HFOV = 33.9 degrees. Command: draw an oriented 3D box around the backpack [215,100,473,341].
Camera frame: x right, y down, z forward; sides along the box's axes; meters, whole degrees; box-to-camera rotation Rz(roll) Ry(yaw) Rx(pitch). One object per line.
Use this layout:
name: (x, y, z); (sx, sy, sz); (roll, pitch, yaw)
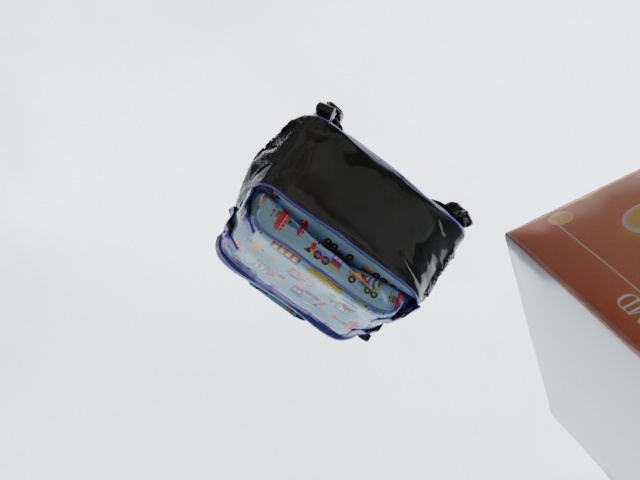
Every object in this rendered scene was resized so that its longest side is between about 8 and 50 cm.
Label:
backpack: (0.000, 0.000, 0.780); (0.158, 0.173, 0.117); (37, -114, -10)

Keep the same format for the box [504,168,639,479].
box: (0.323, 0.032, 0.623); (0.345, 0.168, 0.215); (-26, -149, -7)
